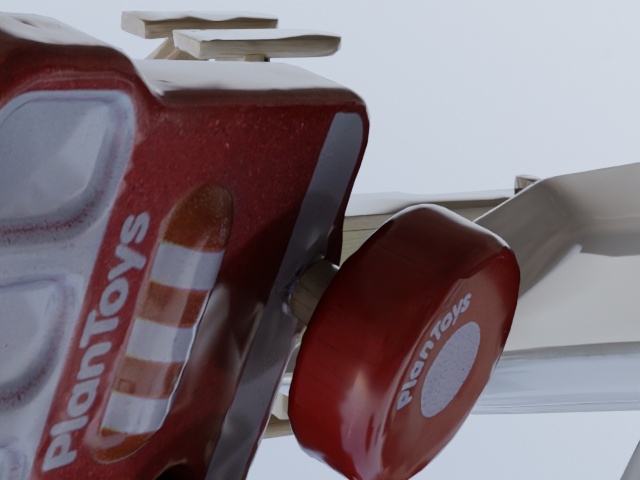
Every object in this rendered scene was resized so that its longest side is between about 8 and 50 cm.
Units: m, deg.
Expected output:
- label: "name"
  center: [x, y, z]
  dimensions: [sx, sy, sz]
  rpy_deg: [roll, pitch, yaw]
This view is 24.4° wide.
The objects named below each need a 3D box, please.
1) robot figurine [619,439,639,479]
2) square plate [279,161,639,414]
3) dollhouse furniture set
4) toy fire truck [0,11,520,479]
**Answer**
- label: "robot figurine"
  center: [0.200, 0.098, 0.298]
  dimensions: [0.300, 0.353, 0.200]
  rpy_deg: [18, -150, 11]
- label: "square plate"
  center: [0.199, 0.014, 0.763]
  dimensions: [0.344, 0.347, 0.049]
  rpy_deg: [-30, -71, -52]
- label: "dollhouse furniture set"
  center: [0.000, 0.000, 1.305]
  dimensions: [0.256, 0.362, 0.394]
  rpy_deg: [-4, -164, -26]
- label: "toy fire truck"
  center: [-0.084, 0.073, 0.497]
  dimensions: [0.169, 0.302, 0.254]
  rpy_deg: [30, -162, 26]
